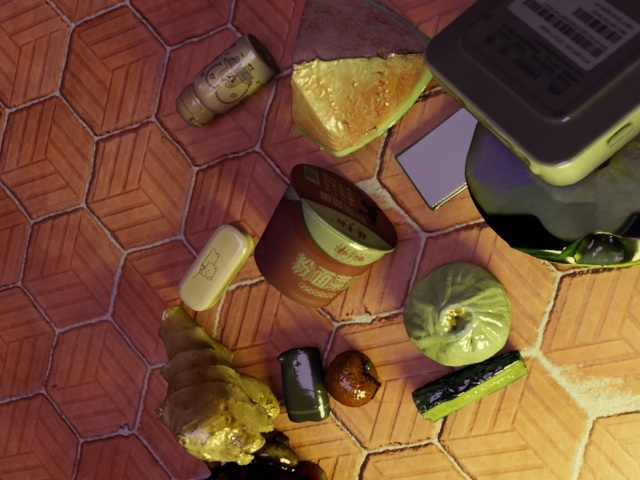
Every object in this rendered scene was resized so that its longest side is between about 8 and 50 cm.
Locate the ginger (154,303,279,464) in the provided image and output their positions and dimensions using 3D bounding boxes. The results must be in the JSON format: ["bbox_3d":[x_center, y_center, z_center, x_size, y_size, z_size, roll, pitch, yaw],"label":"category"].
[{"bbox_3d":[-0.195,0.261,1.418,0.236,0.376,0.166,-1,135,-11],"label":"ginger"}]

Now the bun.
[{"bbox_3d":[0.240,0.134,1.326,0.195,0.118,0.196,2,97,21],"label":"bun"}]

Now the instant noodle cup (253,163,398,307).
[{"bbox_3d":[0.000,0.000,1.352,0.235,0.234,0.178,42,115,12],"label":"instant noodle cup"}]

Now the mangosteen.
[{"bbox_3d":[-0.114,0.523,1.394,0.306,0.307,0.347,-6,59,19],"label":"mangosteen"}]

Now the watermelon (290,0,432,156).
[{"bbox_3d":[0.007,-0.316,1.321,0.250,0.292,0.283,44,109,42],"label":"watermelon"}]

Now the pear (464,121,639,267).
[{"bbox_3d":[0.448,-0.111,1.173,0.398,0.165,0.399,-14,57,23],"label":"pear"}]

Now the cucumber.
[{"bbox_3d":[0.271,0.254,1.350,0.211,0.078,0.062,-33,51,15],"label":"cucumber"}]

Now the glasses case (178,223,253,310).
[{"bbox_3d":[-0.214,0.055,1.510,0.083,0.050,0.196,38,104,15],"label":"glasses case"}]

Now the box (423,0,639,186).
[{"bbox_3d":[0.390,-0.306,1.153,0.373,0.090,0.367,-39,51,4],"label":"box"}]

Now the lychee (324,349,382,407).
[{"bbox_3d":[0.068,0.266,1.394,0.140,0.101,0.114,-3,52,31],"label":"lychee"}]

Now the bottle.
[{"bbox_3d":[-0.194,-0.312,1.460,0.209,0.097,0.110,-34,50,18],"label":"bottle"}]

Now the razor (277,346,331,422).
[{"bbox_3d":[-0.033,0.283,1.460,0.090,0.054,0.148,-9,91,15],"label":"razor"}]

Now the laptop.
[{"bbox_3d":[0.241,-0.155,1.360,0.180,0.016,0.129,-36,82,17],"label":"laptop"}]
